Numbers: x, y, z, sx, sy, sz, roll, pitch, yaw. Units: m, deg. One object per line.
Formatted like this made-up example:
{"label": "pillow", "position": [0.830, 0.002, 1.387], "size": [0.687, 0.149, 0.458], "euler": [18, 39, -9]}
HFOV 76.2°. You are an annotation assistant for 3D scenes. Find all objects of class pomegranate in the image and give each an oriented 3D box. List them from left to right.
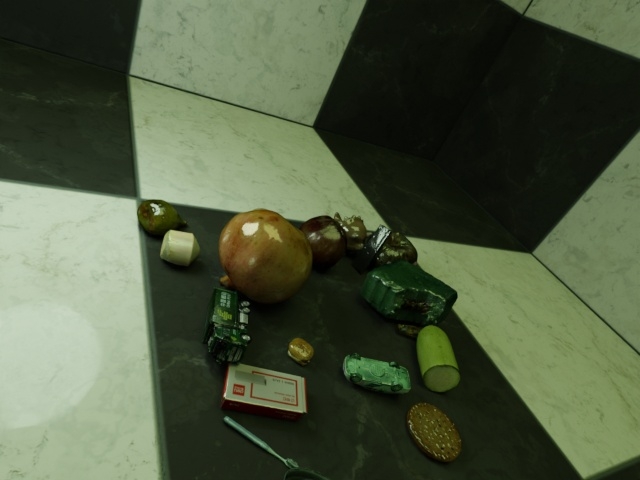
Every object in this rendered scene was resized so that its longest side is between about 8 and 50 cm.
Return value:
{"label": "pomegranate", "position": [-0.197, 0.066, 1.369], "size": [0.338, 0.338, 0.338], "euler": [20, 31, -13]}

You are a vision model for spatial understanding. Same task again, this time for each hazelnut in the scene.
{"label": "hazelnut", "position": [0.000, 0.000, 1.705], "size": [0.218, 0.218, 0.234], "euler": [-4, 45, -42]}

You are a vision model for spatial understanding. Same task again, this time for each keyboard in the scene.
{"label": "keyboard", "position": [0.230, 0.036, 1.824], "size": [0.072, 0.231, 0.023], "euler": [39, 6, 34]}

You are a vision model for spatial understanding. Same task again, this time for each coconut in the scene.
{"label": "coconut", "position": [-0.470, 0.027, 1.382], "size": [0.122, 0.116, 0.116], "euler": [14, 33, -25]}

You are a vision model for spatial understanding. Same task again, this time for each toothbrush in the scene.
{"label": "toothbrush", "position": [-0.148, 0.500, 1.007], "size": [0.219, 0.019, 0.016], "euler": [32, 35, 7]}

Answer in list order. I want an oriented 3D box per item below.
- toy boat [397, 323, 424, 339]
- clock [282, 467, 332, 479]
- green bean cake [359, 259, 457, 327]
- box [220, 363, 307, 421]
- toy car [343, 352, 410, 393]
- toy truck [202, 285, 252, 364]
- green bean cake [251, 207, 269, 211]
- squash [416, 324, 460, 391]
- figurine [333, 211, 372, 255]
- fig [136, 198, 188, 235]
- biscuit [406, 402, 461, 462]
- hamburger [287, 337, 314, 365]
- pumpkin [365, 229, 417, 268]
{"label": "toy boat", "position": [0.367, 0.356, 1.608], "size": [0.149, 0.049, 0.047], "euler": [17, 33, -18]}
{"label": "clock", "position": [0.008, 0.583, 0.873], "size": [0.225, 0.049, 0.226], "euler": [30, -2, 1]}
{"label": "green bean cake", "position": [0.353, 0.227, 1.650], "size": [0.300, 0.169, 0.307], "euler": [35, 27, 32]}
{"label": "box", "position": [-0.150, 0.411, 1.110], "size": [0.229, 0.050, 0.123], "euler": [18, 31, -16]}
{"label": "toy car", "position": [0.175, 0.435, 1.310], "size": [0.224, 0.076, 0.090], "euler": [14, 33, -7]}
{"label": "toy truck", "position": [-0.270, 0.243, 1.189], "size": [0.121, 0.088, 0.259], "euler": [18, 19, -18]}
{"label": "green bean cake", "position": [-0.233, -0.026, 1.582], "size": [0.085, 0.179, 0.109], "euler": [-13, 46, -47]}
{"label": "squash", "position": [0.419, 0.412, 1.490], "size": [0.132, 0.133, 0.247], "euler": [23, 29, -9]}
{"label": "figurine", "position": [0.125, -0.052, 1.913], "size": [0.177, 0.173, 0.247], "euler": [11, 35, -25]}
{"label": "fig", "position": [-0.560, -0.093, 1.479], "size": [0.132, 0.127, 0.184], "euler": [28, 31, 27]}
{"label": "biscuit", "position": [0.349, 0.590, 1.260], "size": [0.187, 0.027, 0.188], "euler": [22, 30, -13]}
{"label": "hamburger", "position": [-0.061, 0.347, 1.285], "size": [0.083, 0.044, 0.076], "euler": [30, 29, 9]}
{"label": "pumpkin", "position": [0.334, 0.045, 1.918], "size": [0.260, 0.189, 0.260], "euler": [20, 29, -12]}
